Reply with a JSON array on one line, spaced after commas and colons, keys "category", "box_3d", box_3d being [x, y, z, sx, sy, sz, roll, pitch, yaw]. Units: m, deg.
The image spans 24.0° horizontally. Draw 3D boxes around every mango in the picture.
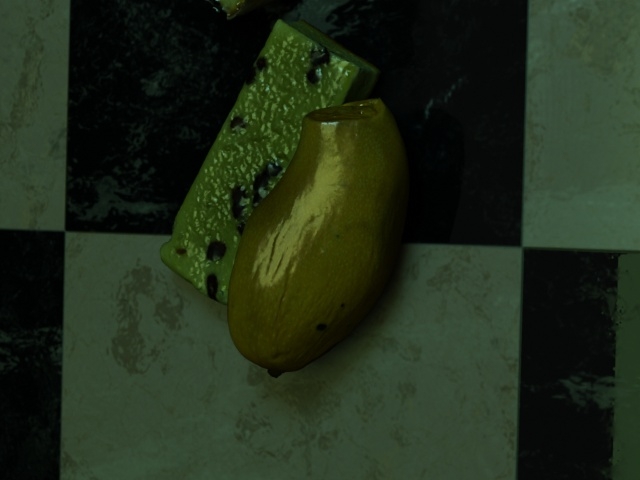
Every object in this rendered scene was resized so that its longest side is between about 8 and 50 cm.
[{"category": "mango", "box_3d": [0.004, 0.000, 1.785, 0.359, 0.187, 0.144, -61, 22, 13]}]

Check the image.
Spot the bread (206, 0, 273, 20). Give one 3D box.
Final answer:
[{"category": "bread", "box_3d": [-0.061, -0.404, 1.838, 0.129, 0.134, 0.260, 44, 128, 36]}]

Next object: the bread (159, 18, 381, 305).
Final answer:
[{"category": "bread", "box_3d": [-0.072, -0.089, 1.878, 0.138, 0.077, 0.361, 36, 106, 24]}]
